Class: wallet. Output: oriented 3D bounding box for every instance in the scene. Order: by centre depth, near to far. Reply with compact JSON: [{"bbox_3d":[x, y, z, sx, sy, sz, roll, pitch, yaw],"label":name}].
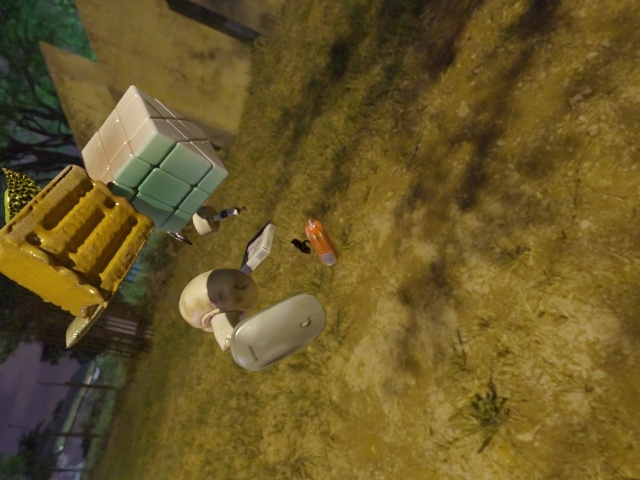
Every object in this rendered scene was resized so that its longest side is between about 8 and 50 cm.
[{"bbox_3d":[-0.773,-0.029,2.285,0.030,0.165,0.111,-59,-13,-8],"label":"wallet"}]

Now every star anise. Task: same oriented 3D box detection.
[{"bbox_3d":[-0.088,0.031,2.376,0.190,0.097,0.070,22,63,39],"label":"star anise"}]

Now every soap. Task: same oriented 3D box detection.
[{"bbox_3d":[-0.649,-0.002,1.147,0.156,0.293,0.335,-34,30,32],"label":"soap"}]

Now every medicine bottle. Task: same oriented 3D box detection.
[{"bbox_3d":[-0.258,0.030,1.791,0.171,0.052,0.201,-43,23,28],"label":"medicine bottle"}]

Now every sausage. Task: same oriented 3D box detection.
[{"bbox_3d":[0.000,0.000,2.001,0.312,0.092,0.093,60,-149,-51],"label":"sausage"}]

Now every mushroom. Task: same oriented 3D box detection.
[{"bbox_3d":[-0.425,0.291,1.897,0.325,0.352,0.354,-21,-48,-79],"label":"mushroom"}]

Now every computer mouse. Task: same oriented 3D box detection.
[{"bbox_3d":[-0.133,0.302,1.387,0.330,0.197,0.095,-29,25,-10],"label":"computer mouse"}]

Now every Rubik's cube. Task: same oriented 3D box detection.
[{"bbox_3d":[-0.570,-0.267,1.467,0.316,0.321,0.319,-46,53,14],"label":"Rubik's cube"}]

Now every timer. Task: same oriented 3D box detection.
[{"bbox_3d":[-0.554,-0.138,2.383,0.175,0.265,0.176,-14,-90,-74],"label":"timer"}]

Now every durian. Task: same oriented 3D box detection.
[{"bbox_3d":[-1.183,-0.112,1.708,0.169,0.158,0.352,37,125,28],"label":"durian"}]

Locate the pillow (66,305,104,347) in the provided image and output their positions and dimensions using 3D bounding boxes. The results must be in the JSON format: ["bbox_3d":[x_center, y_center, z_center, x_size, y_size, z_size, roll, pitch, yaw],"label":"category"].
[{"bbox_3d":[-1.079,0.346,1.982,0.303,0.075,0.185,-51,29,-3],"label":"pillow"}]

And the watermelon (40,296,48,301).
[{"bbox_3d":[-1.138,0.172,1.807,0.123,0.129,0.301,54,145,19],"label":"watermelon"}]
